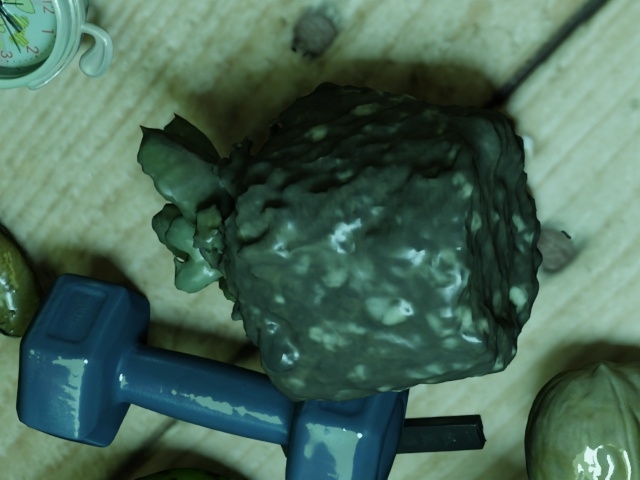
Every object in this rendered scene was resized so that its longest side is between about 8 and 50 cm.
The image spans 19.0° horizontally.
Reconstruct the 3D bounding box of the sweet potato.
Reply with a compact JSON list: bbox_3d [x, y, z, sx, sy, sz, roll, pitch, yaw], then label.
[{"bbox_3d":[-0.359,-0.002,1.679,0.286,0.085,0.112,30,132,0],"label":"sweet potato"}]

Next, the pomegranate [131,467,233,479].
[{"bbox_3d":[-0.127,0.341,1.734,0.254,0.254,0.270,2,128,20],"label":"pomegranate"}]

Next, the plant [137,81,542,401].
[{"bbox_3d":[0.000,0.000,1.461,0.312,0.213,0.215,2,125,18],"label":"plant"}]

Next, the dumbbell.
[{"bbox_3d":[-0.090,0.131,1.621,0.325,0.160,0.144,15,84,13],"label":"dumbbell"}]

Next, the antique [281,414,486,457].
[{"bbox_3d":[0.053,0.174,1.683,0.192,0.015,0.031,-6,120,25],"label":"antique"}]

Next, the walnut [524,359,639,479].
[{"bbox_3d":[0.235,0.173,1.539,0.140,0.140,0.162,-6,105,24],"label":"walnut"}]

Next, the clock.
[{"bbox_3d":[-0.253,-0.193,1.522,0.191,0.062,0.151,8,124,16],"label":"clock"}]
